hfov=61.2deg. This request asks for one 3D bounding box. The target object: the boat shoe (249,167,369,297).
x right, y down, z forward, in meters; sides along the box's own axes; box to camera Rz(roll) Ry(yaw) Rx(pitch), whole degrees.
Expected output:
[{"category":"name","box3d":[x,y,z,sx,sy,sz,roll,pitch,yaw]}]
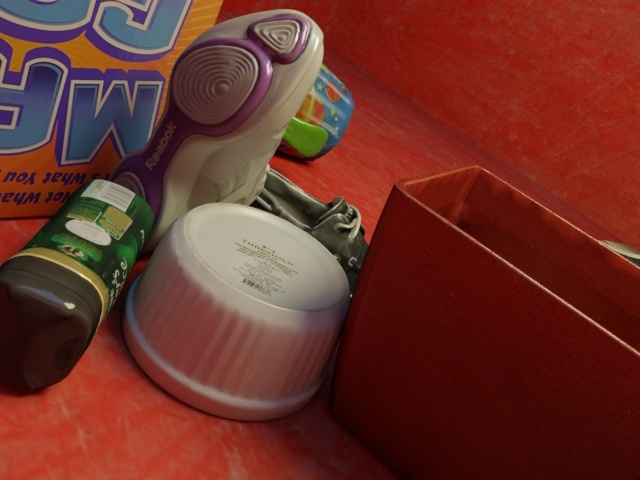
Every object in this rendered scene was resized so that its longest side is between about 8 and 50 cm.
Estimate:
[{"category":"boat shoe","box3d":[0.000,0.000,0.678,0.335,0.119,0.121,28,24,-3]}]

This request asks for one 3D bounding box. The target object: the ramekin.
[{"category":"ramekin","box3d":[-0.068,0.054,0.513,0.207,0.109,0.207,24,25,-12]}]

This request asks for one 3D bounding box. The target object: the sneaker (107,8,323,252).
[{"category":"sneaker","box3d":[-0.100,-0.105,0.561,0.114,0.305,0.152,56,26,17]}]

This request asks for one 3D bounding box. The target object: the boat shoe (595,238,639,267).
[{"category":"boat shoe","box3d":[0.395,0.102,0.776,0.500,0.187,0.156,7,30,-23]}]

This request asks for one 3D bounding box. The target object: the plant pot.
[{"category":"plant pot","box3d":[0.161,0.103,0.512,0.267,0.236,0.267,38,26,18]}]

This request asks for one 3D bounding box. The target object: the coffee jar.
[{"category":"coffee jar","box3d":[-0.200,0.027,0.437,0.079,0.096,0.184,28,24,-14]}]

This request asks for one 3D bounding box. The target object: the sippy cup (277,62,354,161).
[{"category":"sippy cup","box3d":[-0.067,-0.271,1.038,0.224,0.240,0.305,25,61,-34]}]

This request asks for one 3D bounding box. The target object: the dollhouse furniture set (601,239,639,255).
[{"category":"dollhouse furniture set","box3d":[0.454,-0.006,1.120,0.303,0.174,0.355,8,32,-40]}]

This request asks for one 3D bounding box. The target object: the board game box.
[{"category":"board game box","box3d":[-0.355,-0.264,0.517,0.356,0.356,0.356,41,27,25]}]
